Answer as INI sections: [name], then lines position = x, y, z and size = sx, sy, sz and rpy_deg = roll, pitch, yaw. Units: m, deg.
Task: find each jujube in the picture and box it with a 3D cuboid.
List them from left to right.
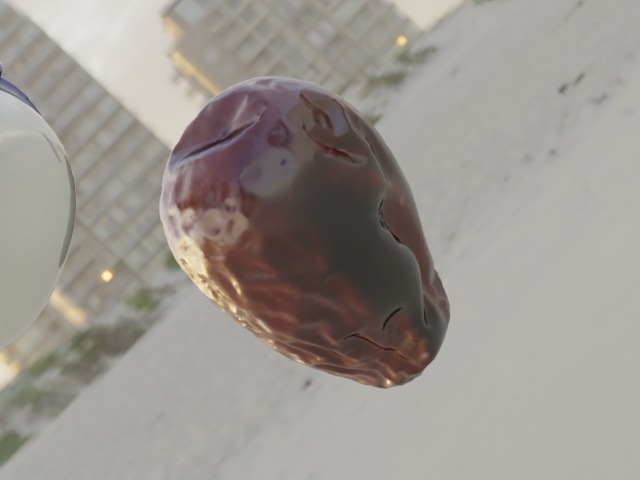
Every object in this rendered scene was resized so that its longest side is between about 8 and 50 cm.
[jujube]
position = 0.000, 0.000, 1.089
size = 0.168, 0.236, 0.168
rpy_deg = -34, 28, 21

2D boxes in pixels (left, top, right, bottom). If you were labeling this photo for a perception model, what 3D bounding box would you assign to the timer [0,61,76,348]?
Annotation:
[timer]
position = -0.249, -0.008, 0.610
size = 0.270, 0.270, 0.383
rpy_deg = -48, -25, 25
